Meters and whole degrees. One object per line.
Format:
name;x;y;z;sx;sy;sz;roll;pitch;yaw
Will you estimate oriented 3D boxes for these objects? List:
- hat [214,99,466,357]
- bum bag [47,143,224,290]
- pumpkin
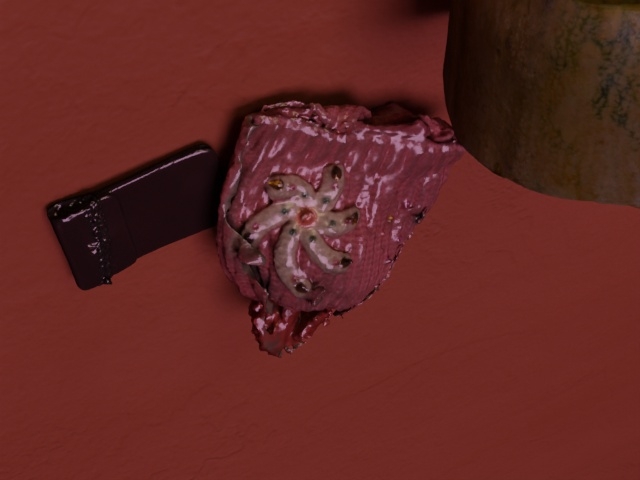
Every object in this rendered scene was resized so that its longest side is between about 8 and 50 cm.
hat;0.000;0.000;1.217;0.237;0.107;0.286;5;126;-26
bum bag;-0.157;-0.020;1.149;0.159;0.026;0.109;-25;142;-10
pumpkin;0.249;-0.201;1.006;0.332;0.332;0.199;-27;137;-7
